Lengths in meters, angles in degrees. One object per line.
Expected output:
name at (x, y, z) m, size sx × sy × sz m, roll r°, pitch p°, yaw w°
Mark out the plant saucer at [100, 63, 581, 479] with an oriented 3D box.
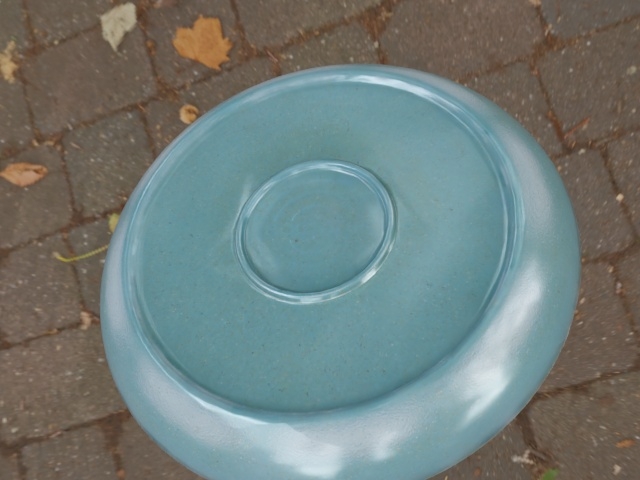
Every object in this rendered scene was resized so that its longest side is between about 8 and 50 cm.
plant saucer at (0.000, 0.000, 0.503) m, size 0.318 × 0.043 × 0.317 m, roll -6°, pitch 59°, yaw 11°
